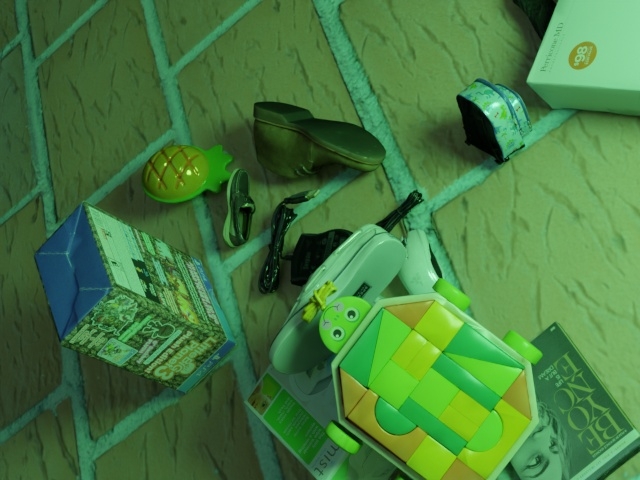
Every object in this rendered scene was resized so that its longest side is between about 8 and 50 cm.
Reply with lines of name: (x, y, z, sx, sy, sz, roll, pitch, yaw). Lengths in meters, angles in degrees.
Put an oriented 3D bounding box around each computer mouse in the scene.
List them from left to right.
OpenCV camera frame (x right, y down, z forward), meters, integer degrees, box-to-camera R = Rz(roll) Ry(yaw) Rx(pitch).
computer mouse: (0.000, 0.000, 1.841, 0.262, 0.060, 0.184, -11, 64, 51)
computer mouse: (0.143, 0.015, 1.715, 0.106, 0.042, 0.193, -36, 48, 20)

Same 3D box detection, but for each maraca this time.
maraca: (-0.259, -0.132, 2.115, 0.185, 0.099, 0.127, -6, 67, 10)

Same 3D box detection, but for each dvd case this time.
dvd case: (0.311, 0.238, 1.462, 0.164, 0.018, 0.221, -43, 46, 15)

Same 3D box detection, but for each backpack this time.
backpack: (0.264, -0.193, 1.670, 0.084, 0.114, 0.105, -39, 42, -9)

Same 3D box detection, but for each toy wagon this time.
toy wagon: (0.119, 0.182, 1.467, 0.344, 0.068, 0.267, 37, 92, 5)

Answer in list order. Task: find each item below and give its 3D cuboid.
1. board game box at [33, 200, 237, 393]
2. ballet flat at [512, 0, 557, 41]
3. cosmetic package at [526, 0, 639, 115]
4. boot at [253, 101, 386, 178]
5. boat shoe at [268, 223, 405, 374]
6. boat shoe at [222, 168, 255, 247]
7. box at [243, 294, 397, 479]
board game box: (-0.322, 0.102, 1.895, 0.141, 0.291, 0.232, -44, 45, 15)
ballet flat: (0.355, -0.355, 1.739, 0.049, 0.057, 0.173, 105, 156, -46)
cosmetic package: (0.497, -0.365, 1.577, 0.284, 0.097, 0.377, 12, 76, 47)
boot: (-0.005, -0.157, 1.924, 0.305, 0.112, 0.115, 24, 115, 42)
boat shoe: (0.015, 0.084, 1.591, 0.258, 0.095, 0.084, -44, 39, -3)
boat shoe: (-0.143, -0.061, 2.004, 0.049, 0.056, 0.152, -6, 73, 34)
box: (0.053, 0.216, 1.627, 0.262, 0.127, 0.231, -54, 42, 2)
